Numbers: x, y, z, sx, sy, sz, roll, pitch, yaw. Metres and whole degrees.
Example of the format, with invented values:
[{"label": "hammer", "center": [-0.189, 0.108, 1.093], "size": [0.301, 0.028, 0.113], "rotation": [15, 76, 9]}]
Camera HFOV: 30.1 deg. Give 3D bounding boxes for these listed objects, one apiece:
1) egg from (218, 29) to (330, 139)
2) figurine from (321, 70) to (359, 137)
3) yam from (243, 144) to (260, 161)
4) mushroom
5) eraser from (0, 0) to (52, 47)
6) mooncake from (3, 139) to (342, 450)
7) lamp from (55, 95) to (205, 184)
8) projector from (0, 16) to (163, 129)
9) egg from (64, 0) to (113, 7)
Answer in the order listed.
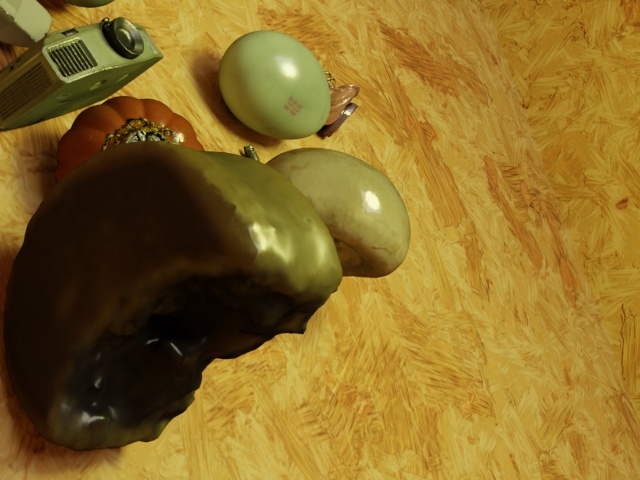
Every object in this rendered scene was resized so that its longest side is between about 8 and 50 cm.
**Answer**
[{"label": "egg", "center": [-0.080, -0.283, 2.209], "size": [0.264, 0.183, 0.183], "rotation": [36, 37, -51]}, {"label": "figurine", "center": [0.011, -0.297, 2.446], "size": [0.157, 0.126, 0.114], "rotation": [50, -13, -24]}, {"label": "yam", "center": [-0.106, -0.115, 2.180], "size": [0.033, 0.027, 0.129], "rotation": [-21, 85, -22]}, {"label": "mushroom", "center": [0.000, 0.000, 2.030], "size": [0.297, 0.297, 0.290], "rotation": [37, 64, -39]}, {"label": "eraser", "center": [-0.532, -0.402, 1.694], "size": [0.352, 0.061, 0.089], "rotation": [44, 34, -32]}, {"label": "mooncake", "center": [-0.182, 0.075, 1.497], "size": [0.246, 0.394, 0.393], "rotation": [10, 84, -61]}, {"label": "lamp", "center": [-0.271, -0.100, 1.717], "size": [0.223, 0.196, 0.223], "rotation": [4, 77, -19]}, {"label": "projector", "center": [-0.347, -0.253, 1.726], "size": [0.088, 0.193, 0.269], "rotation": [60, 28, -2]}, {"label": "egg", "center": [-0.385, -0.481, 1.888], "size": [0.169, 0.169, 0.236], "rotation": [4, 64, -58]}]
